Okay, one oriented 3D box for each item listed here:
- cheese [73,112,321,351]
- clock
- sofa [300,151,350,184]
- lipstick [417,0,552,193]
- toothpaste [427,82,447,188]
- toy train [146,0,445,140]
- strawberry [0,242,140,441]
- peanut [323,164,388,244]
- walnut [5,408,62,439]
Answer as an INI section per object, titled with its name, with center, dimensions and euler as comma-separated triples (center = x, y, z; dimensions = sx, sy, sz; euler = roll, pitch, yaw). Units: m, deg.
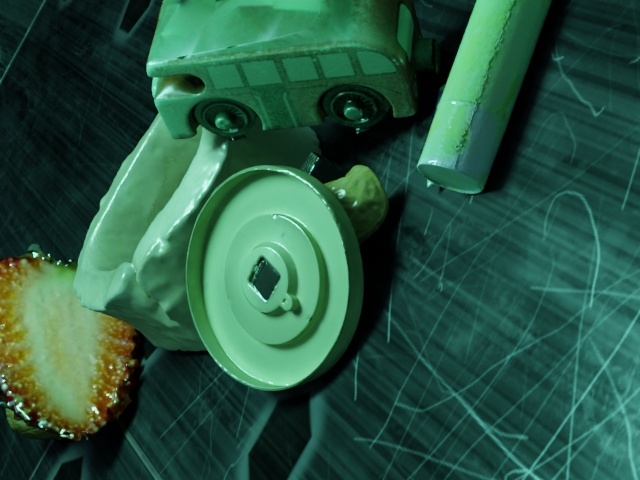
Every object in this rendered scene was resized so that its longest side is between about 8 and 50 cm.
[cheese]
center = -0.153, -0.025, 2.180
dimensions = 0.332, 0.153, 0.292
euler = -59, 24, 7
[clock]
center = -0.052, 0.039, 1.899
dimensions = 0.235, 0.029, 0.235
euler = 4, 96, 40
[sofa]
center = -0.011, -0.033, 2.017
dimensions = 0.118, 0.060, 0.039
euler = -61, 17, 5
[lipstick]
center = 0.176, -0.195, 1.797
dimensions = 0.076, 0.076, 0.304
euler = -9, 58, 61
[toothpaste]
center = 0.125, -0.110, 1.875
dimensions = 0.037, 0.021, 0.140
euler = -25, 41, 44
[toy train]
center = -0.032, -0.201, 1.971
dimensions = 0.326, 0.159, 0.129
euler = -4, 53, 17
[strawberry]
center = -0.348, 0.154, 2.348
dimensions = 0.138, 0.233, 0.306
euler = 101, 171, -51
[peanut]
center = 0.000, 0.000, 1.929
dimensions = 0.194, 0.083, 0.093
euler = -47, 33, 29
[walnut]
center = -0.370, 0.218, 2.433
dimensions = 0.124, 0.105, 0.105
euler = -5, 60, 57
